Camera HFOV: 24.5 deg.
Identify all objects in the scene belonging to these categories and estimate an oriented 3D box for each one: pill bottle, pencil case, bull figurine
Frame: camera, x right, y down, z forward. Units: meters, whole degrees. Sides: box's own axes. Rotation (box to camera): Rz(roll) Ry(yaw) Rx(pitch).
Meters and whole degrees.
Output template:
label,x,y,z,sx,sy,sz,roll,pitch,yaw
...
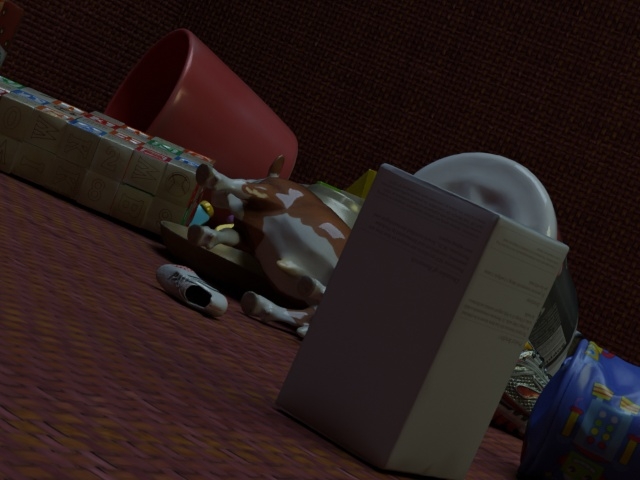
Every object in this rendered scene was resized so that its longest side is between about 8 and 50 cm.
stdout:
label,x,y,z,sx,sy,sz,roll,pitch,yaw
pill bottle,0.184,0.054,1.585,0.176,0.176,0.318,25,-17,26
pencil case,0.311,0.188,1.167,0.306,0.119,0.133,25,32,4
bull figurine,-0.034,0.004,1.513,0.188,0.101,0.310,6,29,-50

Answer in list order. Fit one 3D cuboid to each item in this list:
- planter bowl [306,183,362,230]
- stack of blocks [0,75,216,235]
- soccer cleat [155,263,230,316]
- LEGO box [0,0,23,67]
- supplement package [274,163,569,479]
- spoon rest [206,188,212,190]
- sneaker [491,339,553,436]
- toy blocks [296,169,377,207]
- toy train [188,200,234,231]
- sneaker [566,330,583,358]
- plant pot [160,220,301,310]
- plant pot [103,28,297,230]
label,x,y,z,sx,sy,sz,roll,pitch,yaw
planter bowl,0.000,0.000,1.808,0.162,0.109,0.162,29,-14,8
stack of blocks,-0.288,-0.106,1.809,0.297,0.087,0.171,22,9,-2
soccer cleat,-0.117,0.042,1.305,0.083,0.029,0.035,31,1,29
LEGO box,-0.661,-0.314,1.733,0.500,0.193,0.372,25,3,13
supplement package,0.068,0.057,0.986,0.105,0.179,0.105,26,3,37
spoon rest,-0.096,-0.018,2.092,0.276,0.084,0.137,24,3,9
sneaker,0.200,0.142,1.435,0.225,0.093,0.088,24,3,-20
toy blocks,0.027,-0.015,2.475,0.261,0.191,0.381,11,-7,46
toy train,-0.137,-0.038,1.999,0.166,0.125,0.046,19,-32,-16
sneaker,0.353,0.155,2.460,0.163,0.086,0.226,36,-5,13
plant pot,-0.079,0.039,1.670,0.236,0.032,0.236,25,3,-1
plant pot,-0.186,-0.148,2.260,0.243,0.275,0.275,34,-2,-24
